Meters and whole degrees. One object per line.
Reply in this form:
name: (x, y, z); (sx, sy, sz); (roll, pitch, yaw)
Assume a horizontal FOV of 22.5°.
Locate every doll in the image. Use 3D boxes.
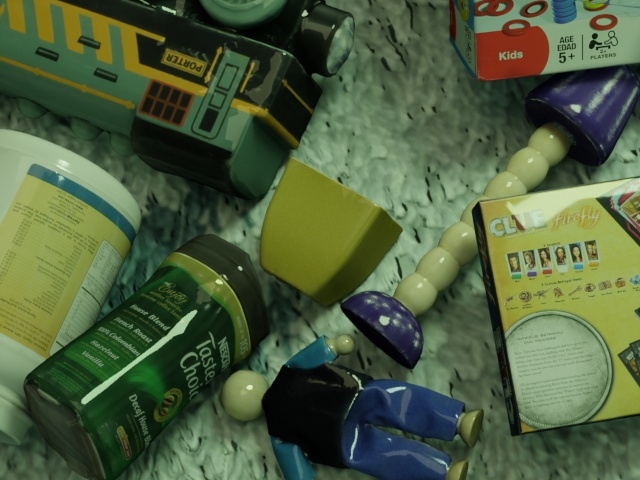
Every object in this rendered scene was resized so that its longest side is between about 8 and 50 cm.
doll: (0.015, 0.133, 1.151); (0.189, 0.046, 0.129); (15, 88, 16)

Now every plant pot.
plant pot: (0.000, 0.000, 1.194); (0.081, 0.081, 0.083); (30, 88, 19)

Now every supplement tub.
supplement tub: (-0.232, 0.035, 1.179); (0.144, 0.144, 0.199); (19, 73, 16)

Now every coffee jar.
coffee jar: (-0.117, 0.081, 1.146); (0.079, 0.096, 0.184); (28, 57, 32)

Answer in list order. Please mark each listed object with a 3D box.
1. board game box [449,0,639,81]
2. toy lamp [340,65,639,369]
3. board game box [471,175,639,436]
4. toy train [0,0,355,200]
board game box: (0.243, -0.281, 1.125); (0.308, 0.301, 0.086); (-8, 30, -4)
toy lamp: (0.132, -0.028, 1.183); (0.080, 0.080, 0.274); (39, 82, 21)
board game box: (0.239, 0.036, 1.117); (0.243, 0.042, 0.165); (-8, 81, -4)
toy train: (-0.143, -0.162, 1.255); (0.334, 0.142, 0.190); (21, 83, 17)
